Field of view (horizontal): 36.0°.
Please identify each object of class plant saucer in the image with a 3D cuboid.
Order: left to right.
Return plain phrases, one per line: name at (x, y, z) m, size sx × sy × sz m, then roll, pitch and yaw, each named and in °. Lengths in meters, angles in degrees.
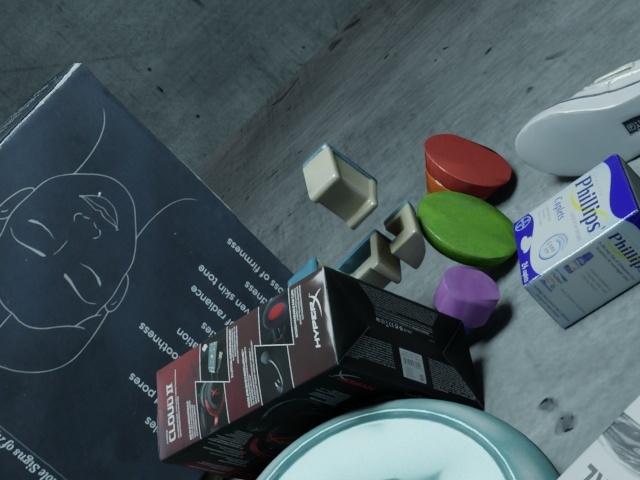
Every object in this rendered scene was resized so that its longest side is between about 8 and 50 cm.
plant saucer at (0.049, 0.251, 0.804) m, size 0.317 × 0.044 × 0.318 m, roll -16°, pitch 39°, yaw 14°

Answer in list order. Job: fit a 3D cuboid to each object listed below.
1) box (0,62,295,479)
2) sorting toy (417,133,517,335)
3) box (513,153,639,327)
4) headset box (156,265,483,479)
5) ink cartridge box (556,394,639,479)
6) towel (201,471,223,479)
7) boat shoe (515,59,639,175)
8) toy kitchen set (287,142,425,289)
box at (-0.343, 0.118, 1.312) m, size 0.297 × 0.480 × 0.472 m, roll -19°, pitch 30°, yaw 51°
sorting toy at (0.163, 0.009, 1.220) m, size 0.365 × 0.127 × 0.126 m, roll -80°, pitch 8°, yaw -54°
box at (0.273, -0.002, 0.997) m, size 0.137 × 0.072 × 0.126 m, roll -37°, pitch 21°, yaw 24°
headset box at (-0.017, 0.163, 1.029) m, size 0.293 × 0.218 × 0.110 m, roll -34°, pitch 50°, yaw 34°
ink cartridge box at (0.271, 0.168, 0.568) m, size 0.307 × 0.129 × 0.223 m, roll -46°, pitch 19°, yaw 2°
towel at (-0.209, 0.324, 1.427) m, size 0.312 × 0.056 × 0.324 m, roll -25°, pitch 26°, yaw 41°
boat shoe at (0.347, -0.155, 1.121) m, size 0.267 × 0.096 × 0.088 m, roll -26°, pitch 24°, yaw 44°
toy kitchen set at (0.000, 0.000, 1.155) m, size 0.207 × 0.166 × 0.122 m, roll -45°, pitch 28°, yaw 22°
